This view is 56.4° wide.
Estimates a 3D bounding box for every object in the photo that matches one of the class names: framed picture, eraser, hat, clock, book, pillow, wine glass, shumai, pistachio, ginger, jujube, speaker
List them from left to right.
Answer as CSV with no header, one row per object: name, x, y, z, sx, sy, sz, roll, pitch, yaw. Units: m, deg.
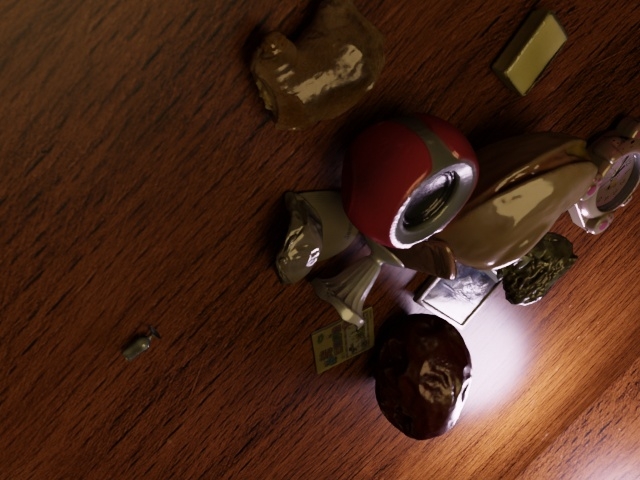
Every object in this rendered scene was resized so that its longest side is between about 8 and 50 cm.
wine glass,-0.383,0.220,1.269,0.083,0.042,0.039,-37,106,-4
ginger,-0.013,-0.321,1.075,0.221,0.130,0.275,22,102,-34
hat,0.000,0.000,1.321,0.245,0.149,0.214,-5,125,-20
book,0.065,0.275,1.647,0.192,0.013,0.167,-23,132,-19
wine glass,0.091,0.094,1.434,0.196,0.165,0.165,-48,136,-4
speaker,0.190,-0.128,1.258,0.295,0.294,0.294,-19,130,-24
pillow,0.233,0.035,1.466,0.034,0.211,0.135,-52,142,-35
jujube,0.296,0.399,1.731,0.277,0.276,0.376,-20,132,-23
framed picture,0.427,0.140,1.795,0.232,0.024,0.315,-51,136,7
pistachio,0.459,-0.098,1.464,0.446,0.281,0.365,-28,165,0
shumai,0.608,0.056,1.784,0.218,0.189,0.255,35,99,-23
eraser,0.489,-0.438,1.390,0.117,0.058,0.172,25,104,-44
clock,0.871,-0.199,1.801,0.309,0.114,0.284,-46,134,0
